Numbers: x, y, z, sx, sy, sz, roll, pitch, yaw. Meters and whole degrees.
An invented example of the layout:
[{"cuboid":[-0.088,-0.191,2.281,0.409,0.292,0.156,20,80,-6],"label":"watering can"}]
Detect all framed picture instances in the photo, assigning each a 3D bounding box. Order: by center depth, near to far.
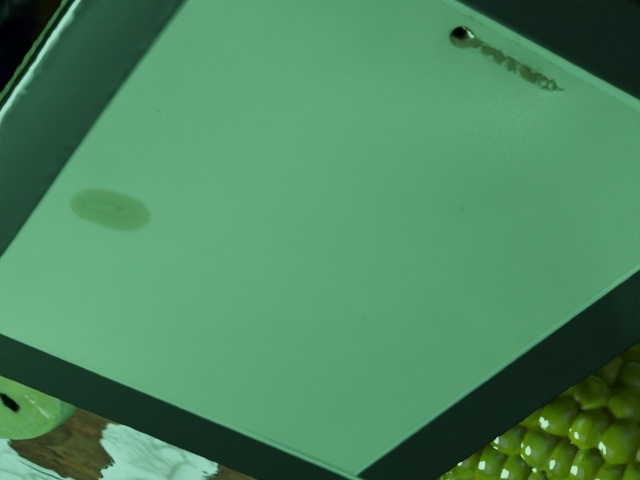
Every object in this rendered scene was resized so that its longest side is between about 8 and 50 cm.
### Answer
[{"cuboid":[0.000,0.000,0.605,0.265,0.016,0.347,25,140,-18],"label":"framed picture"}]

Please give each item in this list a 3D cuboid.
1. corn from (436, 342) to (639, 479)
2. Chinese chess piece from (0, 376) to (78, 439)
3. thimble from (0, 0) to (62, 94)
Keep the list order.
[{"cuboid":[0.026,0.052,0.786,0.347,0.130,0.130,21,146,10],"label":"corn"},{"cuboid":[-0.224,0.046,1.003,0.188,0.083,0.188,19,143,15],"label":"Chinese chess piece"},{"cuboid":[-0.200,-0.147,0.588,0.237,0.237,0.150,15,146,20],"label":"thimble"}]
